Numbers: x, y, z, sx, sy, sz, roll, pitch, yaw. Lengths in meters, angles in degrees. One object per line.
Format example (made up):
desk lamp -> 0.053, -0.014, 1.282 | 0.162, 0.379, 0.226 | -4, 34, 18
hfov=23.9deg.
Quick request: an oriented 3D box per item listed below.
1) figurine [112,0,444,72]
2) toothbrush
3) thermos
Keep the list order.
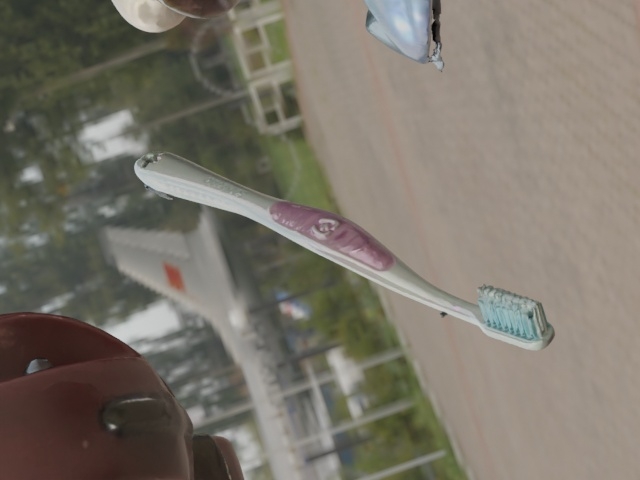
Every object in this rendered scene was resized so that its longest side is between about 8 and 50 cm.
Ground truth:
figurine -> -0.135, -0.204, 0.644 | 0.277, 0.388, 0.248 | 85, -171, -48
toothbrush -> 0.000, 0.000, 0.530 | 0.204, 0.017, 0.022 | 22, 139, 42
thermos -> -0.112, 0.111, 0.458 | 0.330, 0.136, 0.110 | -43, 32, 54
